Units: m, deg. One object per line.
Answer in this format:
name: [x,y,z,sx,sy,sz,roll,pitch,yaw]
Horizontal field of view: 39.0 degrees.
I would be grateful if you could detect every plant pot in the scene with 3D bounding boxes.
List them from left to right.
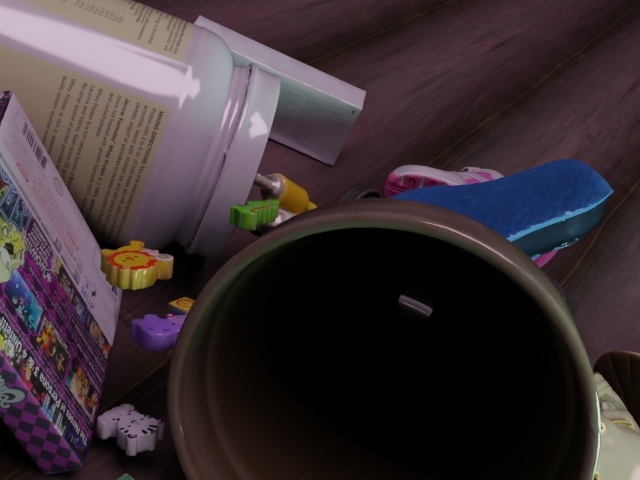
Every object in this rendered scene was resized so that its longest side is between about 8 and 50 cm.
plant pot: [0.067,0.101,0.789,0.323,0.323,0.280,31,19,3]

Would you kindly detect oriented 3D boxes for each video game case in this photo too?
video game case: [-0.233,0.033,0.722,0.042,0.232,0.210,-12,40,8]

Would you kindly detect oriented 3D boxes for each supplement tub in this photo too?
supplement tub: [-0.225,-0.124,0.887,0.325,0.235,0.235,19,38,-12]

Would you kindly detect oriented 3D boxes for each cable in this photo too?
cable: [0.000,0.000,0.998,0.072,0.139,0.287,9,6,35]

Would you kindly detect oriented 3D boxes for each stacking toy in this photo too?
stacking toy: [-0.102,0.067,0.782,0.052,0.167,0.221,19,24,29]

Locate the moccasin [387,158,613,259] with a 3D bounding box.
moccasin: [0.183,0.008,1.043,0.342,0.117,0.137,-11,49,-14]

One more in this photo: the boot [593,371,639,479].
boot: [0.276,0.254,0.879,0.203,0.095,0.262,46,37,21]

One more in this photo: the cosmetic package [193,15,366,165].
cosmetic package: [-0.069,-0.195,1.186,0.239,0.099,0.060,24,37,-7]

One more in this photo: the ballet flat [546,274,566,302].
ballet flat: [0.219,0.081,0.934,0.074,0.074,0.203,20,29,-11]

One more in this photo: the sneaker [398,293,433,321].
sneaker: [0.148,0.105,0.995,0.217,0.079,0.121,32,30,-3]

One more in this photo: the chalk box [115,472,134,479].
chalk box: [-0.145,0.254,0.575,0.213,0.132,0.132,41,39,15]

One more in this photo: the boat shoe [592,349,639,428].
boat shoe: [0.437,0.199,0.969,0.098,0.109,0.302,7,12,-37]

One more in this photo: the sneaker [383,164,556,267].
sneaker: [0.188,-0.043,1.177,0.252,0.103,0.111,20,34,-23]
